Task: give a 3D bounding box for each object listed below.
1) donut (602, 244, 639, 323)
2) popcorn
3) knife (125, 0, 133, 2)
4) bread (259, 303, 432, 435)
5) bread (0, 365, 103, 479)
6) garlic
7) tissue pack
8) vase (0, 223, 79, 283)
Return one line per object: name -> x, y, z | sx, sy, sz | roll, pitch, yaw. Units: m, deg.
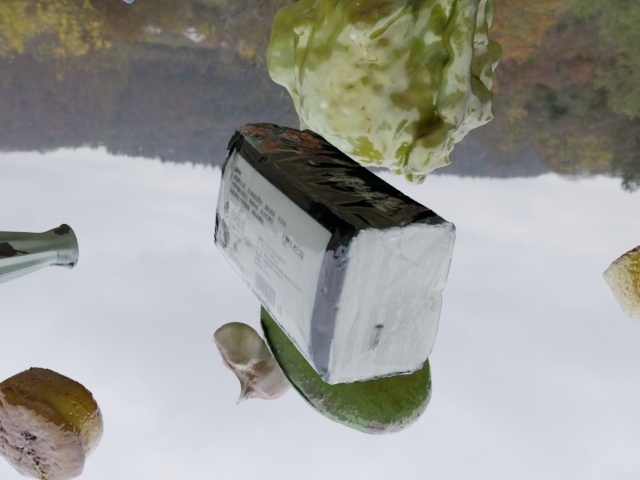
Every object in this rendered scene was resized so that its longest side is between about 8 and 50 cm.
donut -> 0.525, 0.050, 0.959 | 0.152, 0.101, 0.259 | 9, 153, -25
popcorn -> 0.098, -0.238, 0.851 | 0.312, 0.312, 0.312 | 3, -166, -1
knife -> -0.243, -0.491, 1.004 | 0.026, 0.297, 0.044 | 18, 161, 14
bread -> 0.042, 0.131, 0.922 | 0.301, 0.045, 0.301 | 25, -143, -21
bread -> -0.685, 0.462, 1.604 | 0.312, 0.312, 0.172 | 9, -152, 22
garlic -> -0.131, 0.227, 1.213 | 0.174, 0.124, 0.099 | 43, -165, -14
tissue pack -> 0.000, -0.001, 0.409 | 0.090, 0.103, 0.170 | -6, -150, -31
vase -> -0.738, 0.038, 1.449 | 0.165, 0.165, 0.360 | 16, -161, 42
